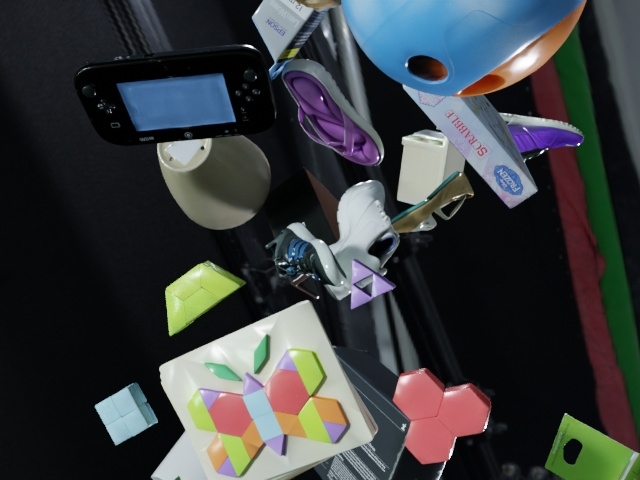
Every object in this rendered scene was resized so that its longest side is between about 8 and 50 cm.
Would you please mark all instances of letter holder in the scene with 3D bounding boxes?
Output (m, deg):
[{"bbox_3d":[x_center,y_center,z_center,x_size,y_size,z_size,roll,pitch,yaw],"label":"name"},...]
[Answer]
[{"bbox_3d":[0.000,0.000,1.642,0.214,0.152,0.302,38,-158,-47],"label":"letter holder"}]

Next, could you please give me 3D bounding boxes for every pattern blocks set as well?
[{"bbox_3d":[-0.049,0.150,0.574,0.285,0.325,0.026,50,-164,7],"label":"pattern blocks set"}]

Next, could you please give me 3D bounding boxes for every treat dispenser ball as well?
[{"bbox_3d":[0.163,-0.313,0.732,0.288,0.288,0.288,12,-107,-43],"label":"treat dispenser ball"}]

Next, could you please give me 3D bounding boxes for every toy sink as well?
[{"bbox_3d":[0.298,-0.220,1.683,0.153,0.131,0.234,-28,-51,-53],"label":"toy sink"}]

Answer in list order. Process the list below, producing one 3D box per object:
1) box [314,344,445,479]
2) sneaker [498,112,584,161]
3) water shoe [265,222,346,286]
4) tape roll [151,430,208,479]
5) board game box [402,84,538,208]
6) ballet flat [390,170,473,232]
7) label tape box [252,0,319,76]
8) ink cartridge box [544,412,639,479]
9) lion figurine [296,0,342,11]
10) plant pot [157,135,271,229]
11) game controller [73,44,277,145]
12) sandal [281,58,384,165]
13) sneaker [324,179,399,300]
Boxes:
[{"bbox_3d":[0.074,0.305,1.007,0.103,0.261,0.184,13,-79,-31],"label":"box"},{"bbox_3d":[0.529,-0.251,1.656,0.102,0.293,0.146,-81,-1,-77],"label":"sneaker"},{"bbox_3d":[-0.025,0.037,0.982,0.080,0.203,0.073,-34,-65,-7],"label":"water shoe"},{"bbox_3d":[-0.257,0.568,1.526,0.246,0.246,0.169,53,-124,-23],"label":"tape roll"},{"bbox_3d":[0.271,-0.258,1.222,0.318,0.066,0.318,43,-154,-22],"label":"board game box"},{"bbox_3d":[0.239,-0.065,1.343,0.232,0.080,0.073,-36,-89,-20],"label":"ballet flat"},{"bbox_3d":[-0.062,-0.543,1.498,0.115,0.347,0.249,40,-162,-6],"label":"label tape box"},{"bbox_3d":[0.524,0.463,1.143,0.097,0.255,0.189,-37,-39,-36],"label":"ink cartridge box"},{"bbox_3d":[0.099,-0.523,1.016,0.142,0.240,0.392,51,-132,-32],"label":"lion figurine"},{"bbox_3d":[-0.274,-0.180,1.513,0.274,0.256,0.256,53,-144,-75],"label":"plant pot"},{"bbox_3d":[-0.235,-0.236,1.053,0.067,0.319,0.166,-89,-7,-49],"label":"game controller"},{"bbox_3d":[0.019,-0.297,1.634,0.416,0.169,0.102,43,-119,-44],"label":"sandal"},{"bbox_3d":[0.095,-0.011,1.201,0.111,0.129,0.297,52,-143,-31],"label":"sneaker"}]
